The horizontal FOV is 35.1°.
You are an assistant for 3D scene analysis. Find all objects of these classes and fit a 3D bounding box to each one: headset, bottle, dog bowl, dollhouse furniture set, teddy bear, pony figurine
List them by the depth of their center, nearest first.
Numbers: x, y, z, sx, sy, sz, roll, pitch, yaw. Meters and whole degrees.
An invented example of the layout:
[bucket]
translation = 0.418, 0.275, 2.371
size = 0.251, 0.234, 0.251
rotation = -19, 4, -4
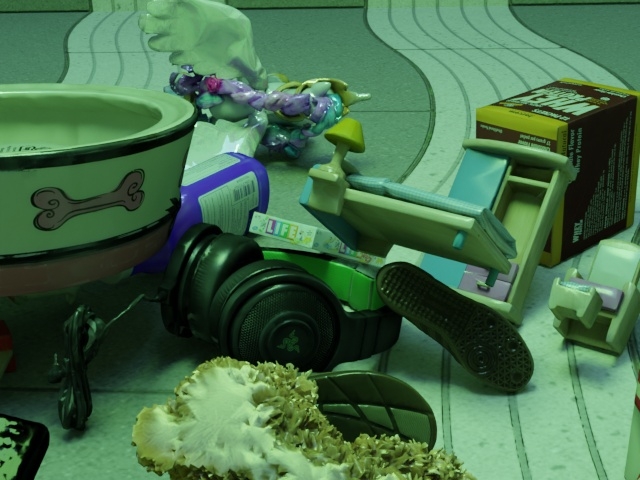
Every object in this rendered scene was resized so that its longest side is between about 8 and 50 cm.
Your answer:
[teddy bear]
translation = 0.015, 0.219, 0.693
size = 0.338, 0.113, 0.245
rotation = 22, 52, 20
[dollhouse furniture set]
translation = 0.181, -0.050, 1.060
size = 0.286, 0.198, 0.303
rotation = 15, -13, 33
[headset]
translation = -0.090, 0.093, 1.076
size = 0.394, 0.185, 0.243
rotation = -2, 18, -41
[dog bowl]
translation = -0.334, -0.065, 1.092
size = 0.407, 0.150, 0.408
rotation = 0, 17, 0
[bottle]
translation = -0.182, -0.026, 1.319
size = 0.092, 0.118, 0.283
rotation = 24, 34, 27
[pony figurine]
translation = -0.136, -0.231, 1.650
size = 0.350, 0.303, 0.363
rotation = -2, 7, -21

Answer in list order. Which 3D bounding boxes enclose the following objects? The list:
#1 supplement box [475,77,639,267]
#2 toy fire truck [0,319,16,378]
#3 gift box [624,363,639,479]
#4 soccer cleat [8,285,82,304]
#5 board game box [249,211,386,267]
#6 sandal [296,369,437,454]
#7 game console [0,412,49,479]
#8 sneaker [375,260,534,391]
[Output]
[supplement box]
translation = 0.315, -0.096, 1.344
size = 0.194, 0.191, 0.129
rotation = -23, 31, -37
[toy fire truck]
translation = -0.380, 0.151, 1.024
size = 0.135, 0.047, 0.192
rotation = -7, 25, -14
[gift box]
translation = 0.363, 0.145, 0.725
size = 0.258, 0.255, 0.276
rotation = -1, 18, -1
[soccer cleat]
translation = -0.369, 0.038, 1.183
size = 0.196, 0.076, 0.068
rotation = 7, 13, -31
[board game box]
translation = 0.000, 0.000, 1.263
size = 0.103, 0.026, 0.154
rotation = 15, -1, 38
[sandal]
translation = -0.001, 0.165, 0.946
size = 0.219, 0.090, 0.060
rotation = -5, 1, 12
[game console]
translation = -0.188, 0.237, 0.735
size = 0.361, 0.044, 0.213
rotation = 14, 38, -1
[sneaker]
translation = 0.139, 0.082, 1.046
size = 0.188, 0.066, 0.071
rotation = 39, 3, -1
